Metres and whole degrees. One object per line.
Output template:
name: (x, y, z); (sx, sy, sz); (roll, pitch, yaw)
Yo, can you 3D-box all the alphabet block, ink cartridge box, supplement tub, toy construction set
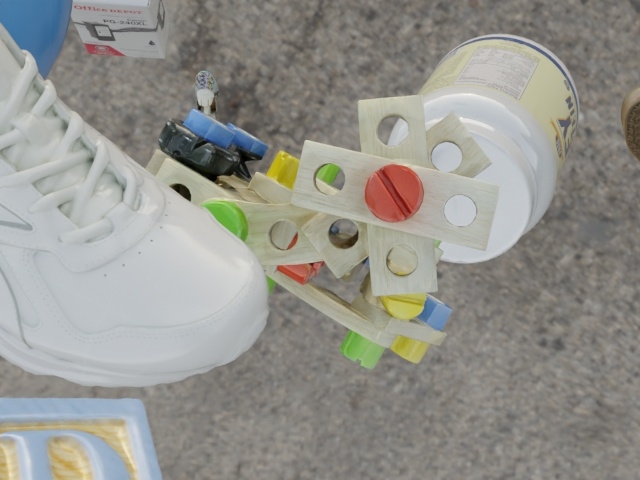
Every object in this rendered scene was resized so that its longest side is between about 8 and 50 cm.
alphabet block: (-0.274, 0.290, 0.999); (0.197, 0.193, 0.192); (-65, 32, 33)
ink cartridge box: (-0.259, -0.296, 1.286); (0.109, 0.150, 0.063); (4, 75, 1)
supplement tub: (0.228, -0.134, 1.416); (0.235, 0.325, 0.235); (11, 124, 17)
toy construction set: (0.000, 0.000, 0.639); (0.215, 0.327, 0.151); (31, 81, 6)

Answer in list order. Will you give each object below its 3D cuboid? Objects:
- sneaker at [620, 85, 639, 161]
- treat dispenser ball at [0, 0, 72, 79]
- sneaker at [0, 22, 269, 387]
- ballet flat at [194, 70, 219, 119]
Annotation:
sneaker: (0.392, -0.134, 1.174); (0.064, 0.192, 0.086); (-22, 48, 24)
treat dispenser ball: (-0.314, -0.186, 0.676); (0.288, 0.288, 0.288); (-8, 72, 26)
sneaker: (-0.122, -0.028, 0.381); (0.232, 0.115, 0.090); (27, 53, 9)
ballet flat: (-0.187, -0.229, 1.653); (0.041, 0.114, 0.041); (1, 58, -1)
